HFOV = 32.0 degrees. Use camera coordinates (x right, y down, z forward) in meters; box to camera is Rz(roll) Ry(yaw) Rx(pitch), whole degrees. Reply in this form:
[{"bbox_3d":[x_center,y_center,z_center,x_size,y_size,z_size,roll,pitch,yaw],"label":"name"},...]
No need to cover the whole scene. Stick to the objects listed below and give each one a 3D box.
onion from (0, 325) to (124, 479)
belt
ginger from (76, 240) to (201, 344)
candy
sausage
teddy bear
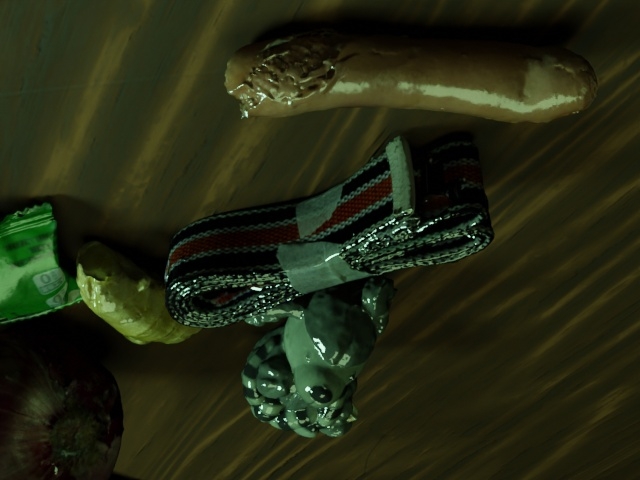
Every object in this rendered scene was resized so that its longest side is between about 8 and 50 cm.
[{"bbox_3d":[-0.359,0.222,1.322,0.219,0.252,0.252,-1,159,47],"label":"onion"},{"bbox_3d":[0.000,0.000,1.110,0.360,0.094,0.126,-18,147,24],"label":"belt"},{"bbox_3d":[-0.189,0.071,1.220,0.115,0.081,0.205,21,165,20],"label":"ginger"},{"bbox_3d":[-0.323,0.043,1.165,0.141,0.078,0.203,-5,154,2],"label":"candy"},{"bbox_3d":[0.074,-0.134,0.918,0.304,0.078,0.078,0,149,-4],"label":"sausage"},{"bbox_3d":[-0.021,0.130,1.284,0.171,0.144,0.251,14,144,-2],"label":"teddy bear"}]
